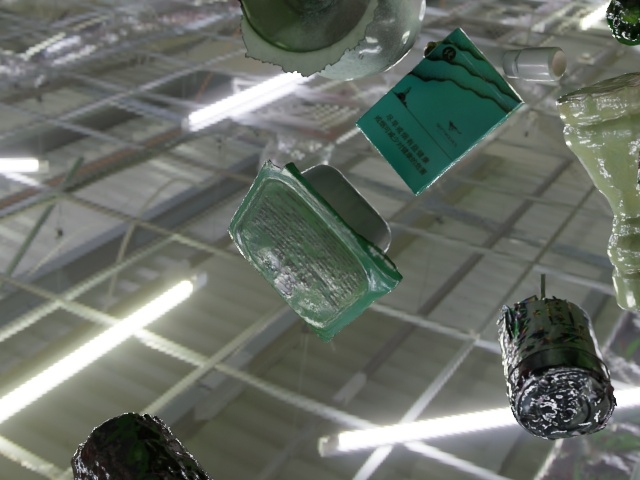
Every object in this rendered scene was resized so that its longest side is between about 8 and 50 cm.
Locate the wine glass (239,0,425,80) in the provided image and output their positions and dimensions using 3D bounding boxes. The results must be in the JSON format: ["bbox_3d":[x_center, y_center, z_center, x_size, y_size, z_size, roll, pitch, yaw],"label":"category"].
[{"bbox_3d":[0.028,-0.337,1.284,0.238,0.237,0.323,16,-170,19],"label":"wine glass"}]

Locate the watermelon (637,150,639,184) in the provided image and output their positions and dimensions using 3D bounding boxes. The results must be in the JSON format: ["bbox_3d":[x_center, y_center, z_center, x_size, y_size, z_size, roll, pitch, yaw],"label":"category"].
[{"bbox_3d":[0.586,-0.127,1.545,0.085,0.092,0.072,2,-127,26],"label":"watermelon"}]

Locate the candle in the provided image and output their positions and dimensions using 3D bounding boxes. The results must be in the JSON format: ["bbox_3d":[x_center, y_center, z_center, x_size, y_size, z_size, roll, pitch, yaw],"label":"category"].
[{"bbox_3d":[0.427,0.203,1.689,0.188,0.187,0.330,5,-145,0],"label":"candle"}]

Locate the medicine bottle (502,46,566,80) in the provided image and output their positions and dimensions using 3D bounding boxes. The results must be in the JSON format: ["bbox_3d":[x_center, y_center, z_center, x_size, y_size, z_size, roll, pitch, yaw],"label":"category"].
[{"bbox_3d":[0.332,-0.274,1.408,0.052,0.052,0.089,-20,-158,-40],"label":"medicine bottle"}]

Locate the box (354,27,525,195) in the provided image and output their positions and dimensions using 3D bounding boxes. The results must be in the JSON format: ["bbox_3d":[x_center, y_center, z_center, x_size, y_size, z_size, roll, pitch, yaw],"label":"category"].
[{"bbox_3d":[0.189,-0.204,1.458,0.161,0.226,0.042,50,-160,5],"label":"box"}]

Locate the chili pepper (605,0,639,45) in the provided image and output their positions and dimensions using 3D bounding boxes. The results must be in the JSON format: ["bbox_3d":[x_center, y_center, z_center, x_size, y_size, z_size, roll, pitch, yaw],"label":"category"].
[{"bbox_3d":[0.574,-0.390,1.551,0.136,0.099,0.270,12,-157,40],"label":"chili pepper"}]

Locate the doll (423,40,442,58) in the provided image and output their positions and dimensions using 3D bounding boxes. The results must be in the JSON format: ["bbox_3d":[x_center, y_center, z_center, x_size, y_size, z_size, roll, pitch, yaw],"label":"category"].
[{"bbox_3d":[0.219,-0.278,1.748,0.103,0.145,0.316,7,-143,6],"label":"doll"}]

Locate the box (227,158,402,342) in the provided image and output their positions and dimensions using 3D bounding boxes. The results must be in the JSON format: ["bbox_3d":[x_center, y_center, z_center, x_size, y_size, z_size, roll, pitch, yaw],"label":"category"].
[{"bbox_3d":[0.000,0.000,1.446,0.106,0.336,0.264,-40,-94,-26],"label":"box"}]

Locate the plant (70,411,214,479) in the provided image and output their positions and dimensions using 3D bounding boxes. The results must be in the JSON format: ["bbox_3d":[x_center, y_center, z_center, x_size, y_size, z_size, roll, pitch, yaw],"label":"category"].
[{"bbox_3d":[-0.238,0.423,1.364,0.194,0.181,0.320,13,-144,-54],"label":"plant"}]

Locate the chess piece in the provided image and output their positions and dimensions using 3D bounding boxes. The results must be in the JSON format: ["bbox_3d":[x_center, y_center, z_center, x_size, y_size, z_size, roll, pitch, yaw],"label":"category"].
[{"bbox_3d":[0.612,-0.091,1.737,0.234,0.441,0.234,-16,-168,3],"label":"chess piece"}]
